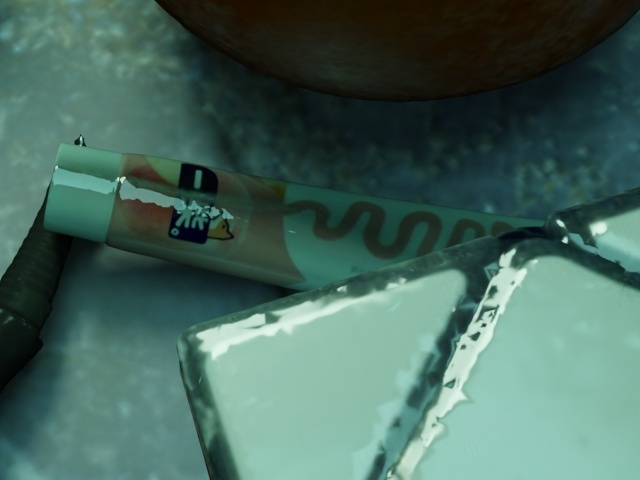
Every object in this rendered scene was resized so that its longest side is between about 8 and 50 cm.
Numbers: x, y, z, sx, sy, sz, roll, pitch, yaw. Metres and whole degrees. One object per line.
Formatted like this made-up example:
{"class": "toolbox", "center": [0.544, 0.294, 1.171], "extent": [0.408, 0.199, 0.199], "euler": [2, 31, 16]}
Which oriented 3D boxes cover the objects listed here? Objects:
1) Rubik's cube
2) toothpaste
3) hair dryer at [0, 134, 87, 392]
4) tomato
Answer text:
{"class": "Rubik's cube", "center": [0.087, 0.120, 0.535], "extent": [0.205, 0.205, 0.207], "euler": [-17, 64, -5]}
{"class": "toothpaste", "center": [0.000, 0.000, 0.679], "extent": [0.205, 0.036, 0.056], "euler": [11, 69, -7]}
{"class": "hair dryer", "center": [-0.190, 0.088, 0.628], "extent": [0.303, 0.120, 0.359], "euler": [22, 56, 7]}
{"class": "tomato", "center": [0.021, -0.182, 0.653], "extent": [0.264, 0.265, 0.265], "euler": [-1, 65, 2]}
